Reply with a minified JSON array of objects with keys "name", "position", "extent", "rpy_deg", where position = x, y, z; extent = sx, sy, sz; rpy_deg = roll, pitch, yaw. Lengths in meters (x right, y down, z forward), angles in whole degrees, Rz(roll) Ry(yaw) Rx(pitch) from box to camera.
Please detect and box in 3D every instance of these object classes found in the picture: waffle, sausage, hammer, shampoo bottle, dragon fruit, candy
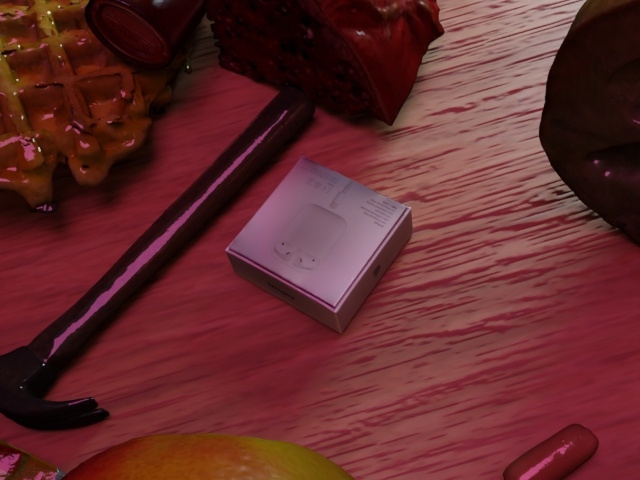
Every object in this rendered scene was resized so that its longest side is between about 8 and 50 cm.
[{"name":"waffle","position":[-0.341,-0.210,0.931],"extent":[0.382,0.095,0.379],"rpy_deg":[16,51,6]},{"name":"sausage","position":[0.187,0.179,0.676],"extent":[0.083,0.034,0.034],"rpy_deg":[-30,59,-9]},{"name":"hammer","position":[-0.162,-0.002,0.834],"extent":[0.168,0.044,0.440],"rpy_deg":[32,69,25]},{"name":"shampoo bottle","position":[-0.165,-0.295,0.938],"extent":[0.102,0.064,0.260],"rpy_deg":[32,43,-13]},{"name":"dragon fruit","position":[-0.016,-0.313,0.940],"extent":[0.240,0.302,0.330],"rpy_deg":[-17,34,36]},{"name":"candy","position":[-0.268,0.205,0.727],"extent":[0.182,0.046,0.053],"rpy_deg":[21,61,15]}]

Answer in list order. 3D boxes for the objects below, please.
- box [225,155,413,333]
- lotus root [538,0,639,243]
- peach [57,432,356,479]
[{"name":"box","position":[0.000,0.000,0.804],"extent":[0.130,0.051,0.129],"rpy_deg":[28,67,24]},{"name":"lotus root","position":[0.361,-0.097,0.630],"extent":[0.390,0.375,0.111],"rpy_deg":[19,59,32]},{"name":"peach","position":[-0.044,0.294,0.496],"extent":[0.242,0.306,0.380],"rpy_deg":[-13,53,9]}]
